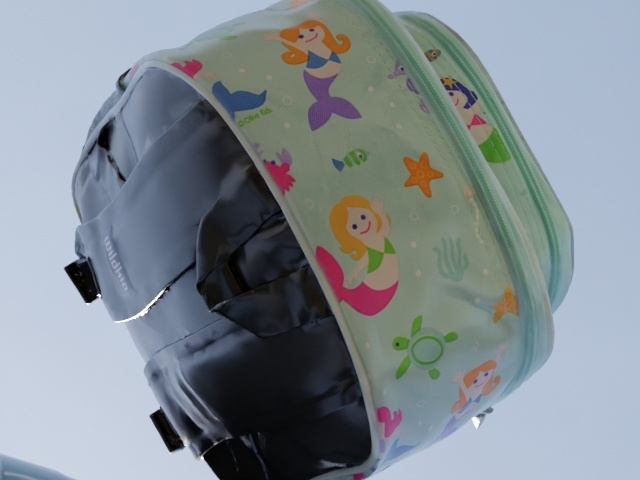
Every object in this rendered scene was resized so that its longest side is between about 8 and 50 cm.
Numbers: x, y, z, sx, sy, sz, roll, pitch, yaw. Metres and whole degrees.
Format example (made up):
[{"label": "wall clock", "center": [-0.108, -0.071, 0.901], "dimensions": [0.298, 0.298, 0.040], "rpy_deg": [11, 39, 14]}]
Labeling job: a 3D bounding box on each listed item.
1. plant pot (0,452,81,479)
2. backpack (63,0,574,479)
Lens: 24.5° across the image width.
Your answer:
[{"label": "plant pot", "center": [-0.099, 0.272, 0.804], "dimensions": [0.255, 0.271, 0.271], "rpy_deg": [16, -130, -16]}, {"label": "backpack", "center": [0.000, 0.000, 0.685], "dimensions": [0.191, 0.253, 0.225], "rpy_deg": [-27, -94, -18]}]
